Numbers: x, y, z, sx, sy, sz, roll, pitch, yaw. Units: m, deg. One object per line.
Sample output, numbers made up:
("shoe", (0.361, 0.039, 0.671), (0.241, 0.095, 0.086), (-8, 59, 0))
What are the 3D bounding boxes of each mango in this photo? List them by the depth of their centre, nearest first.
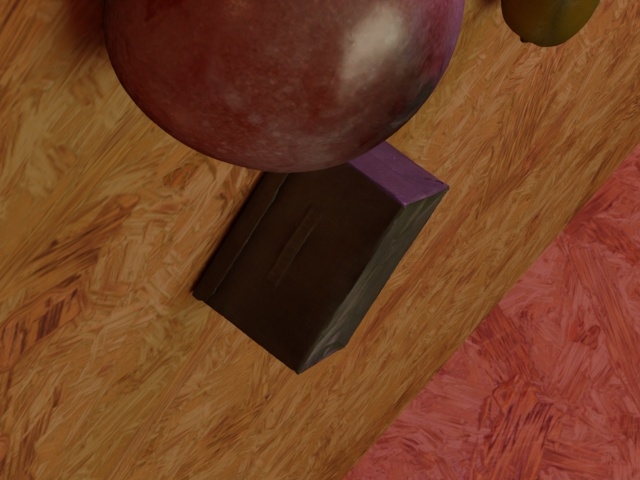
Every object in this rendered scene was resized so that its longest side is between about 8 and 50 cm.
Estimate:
("mango", (0.289, -0.333, 2.109), (0.156, 0.114, 0.251), (-37, 162, -26))

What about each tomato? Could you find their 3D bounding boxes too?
("tomato", (-0.014, -0.171, 1.271), (0.270, 0.227, 0.270), (-47, 168, -13))

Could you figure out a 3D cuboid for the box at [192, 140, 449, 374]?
("box", (0.000, 0.000, 1.917), (0.231, 0.149, 0.155), (-58, 167, 19))
